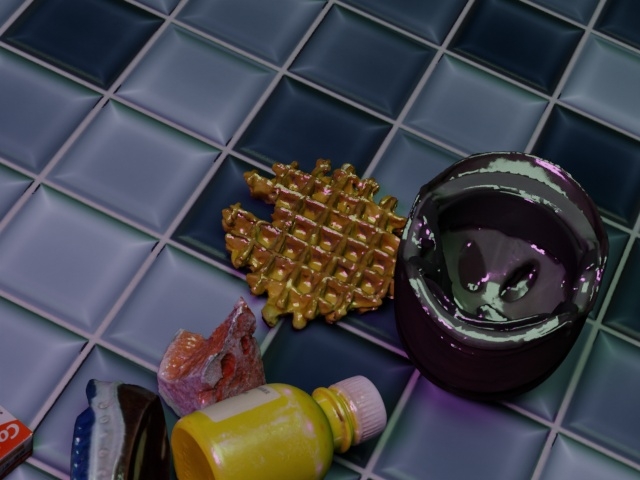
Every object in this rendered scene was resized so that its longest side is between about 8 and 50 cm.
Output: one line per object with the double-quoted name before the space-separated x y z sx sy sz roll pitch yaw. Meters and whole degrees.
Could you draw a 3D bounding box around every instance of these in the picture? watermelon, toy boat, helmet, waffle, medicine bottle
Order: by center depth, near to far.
"toy boat" -0.222 0.246 1.506 0.115 0.114 0.262 -10 49 18
"medicine bottle" -0.037 0.205 1.569 0.212 0.122 0.122 -19 58 -27
"watermelon" -0.101 0.147 1.602 0.121 0.158 0.098 49 51 -9
"helmet" 0.196 0.055 1.714 0.225 0.177 0.305 18 43 12
"waffle" 0.000 0.000 1.791 0.231 0.051 0.229 -10 54 -22

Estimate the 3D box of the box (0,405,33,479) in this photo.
"box" -0.380 0.248 1.501 0.055 0.039 0.218 38 53 18
